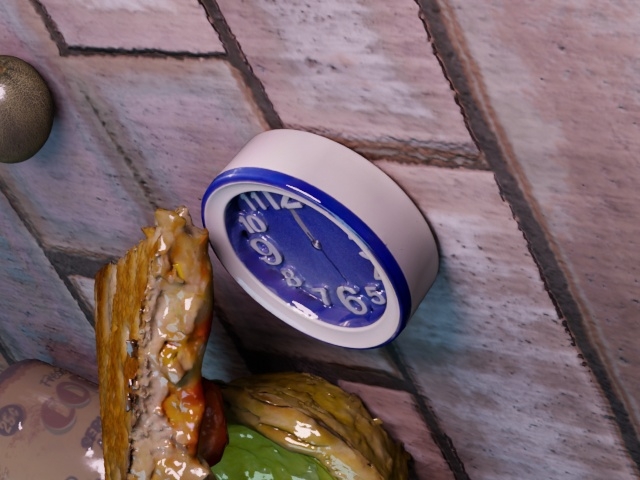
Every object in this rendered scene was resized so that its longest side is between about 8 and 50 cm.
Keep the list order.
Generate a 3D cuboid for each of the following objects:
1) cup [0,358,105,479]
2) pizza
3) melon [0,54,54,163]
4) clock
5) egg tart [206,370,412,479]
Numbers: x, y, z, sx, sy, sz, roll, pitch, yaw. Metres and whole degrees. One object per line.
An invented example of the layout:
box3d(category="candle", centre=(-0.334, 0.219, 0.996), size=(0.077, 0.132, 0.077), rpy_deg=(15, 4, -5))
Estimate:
box3d(category="cup", centre=(-0.284, 0.305, 2.324), size=(0.257, 0.227, 0.301), rpy_deg=(17, 173, 23))
box3d(category="pizza", centre=(-0.151, 0.134, 1.826), size=(0.130, 0.440, 0.406), rpy_deg=(2, 140, -15))
box3d(category="melon", centre=(-0.324, -0.134, 1.856), size=(0.098, 0.098, 0.131), rpy_deg=(27, 145, 17))
box3d(category="clock", centre=(0.000, 0.000, 1.722), size=(0.230, 0.083, 0.230), rpy_deg=(28, 148, 20))
box3d(category="egg tart", centre=(-0.020, 0.252, 2.027), size=(0.345, 0.132, 0.345), rpy_deg=(26, 147, 18))
